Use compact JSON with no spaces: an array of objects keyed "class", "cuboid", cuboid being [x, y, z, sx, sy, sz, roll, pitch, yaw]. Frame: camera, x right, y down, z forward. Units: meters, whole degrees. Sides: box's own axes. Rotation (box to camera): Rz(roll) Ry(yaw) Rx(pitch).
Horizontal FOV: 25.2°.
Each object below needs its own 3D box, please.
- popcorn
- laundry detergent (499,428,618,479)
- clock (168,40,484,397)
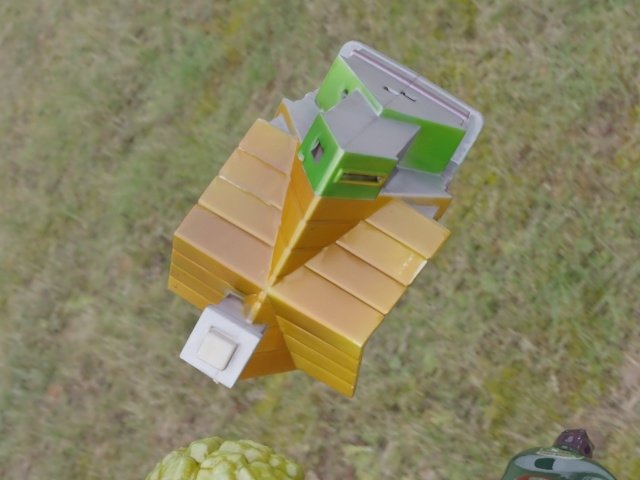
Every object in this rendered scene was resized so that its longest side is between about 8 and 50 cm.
[{"class":"popcorn","cuboid":[-0.092,0.338,1.507,0.224,0.270,0.258,8,89,39]},{"class":"laundry detergent","cuboid":[0.215,0.250,1.288,0.144,0.078,0.221,11,37,27]},{"class":"clock","cuboid":[0.000,0.000,1.085,0.166,0.309,0.235,31,109,5]}]
